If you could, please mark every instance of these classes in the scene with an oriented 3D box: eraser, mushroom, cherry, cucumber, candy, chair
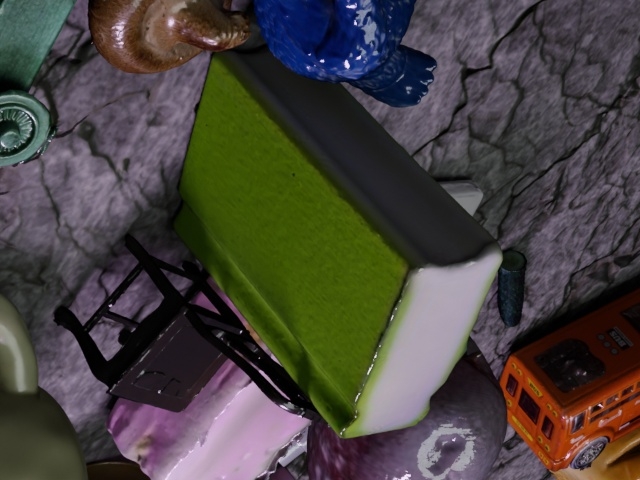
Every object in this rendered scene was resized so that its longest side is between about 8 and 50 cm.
[{"bbox_3d":[0.000,0.000,1.145,0.092,0.274,0.210,-17,142,-35],"label":"eraser"},{"bbox_3d":[-0.106,-0.166,1.011,0.109,0.085,0.126,-9,152,-8],"label":"mushroom"},{"bbox_3d":[0.086,0.174,1.455,0.266,0.184,0.213,-61,-172,16],"label":"cherry"},{"bbox_3d":[0.217,0.059,1.675,0.032,0.032,0.133,-31,148,-14],"label":"cucumber"},{"bbox_3d":[-0.064,0.114,1.370,0.155,0.116,0.265,11,123,-51],"label":"candy"},{"bbox_3d":[-0.101,0.107,1.219,0.113,0.229,0.106,-49,147,10],"label":"chair"}]

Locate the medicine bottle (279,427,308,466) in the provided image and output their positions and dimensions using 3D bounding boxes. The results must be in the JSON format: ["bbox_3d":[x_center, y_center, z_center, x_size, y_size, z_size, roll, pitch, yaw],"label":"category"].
[{"bbox_3d":[0.037,0.164,1.599,0.221,0.061,0.092,-37,167,-3],"label":"medicine bottle"}]

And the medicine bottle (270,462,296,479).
[{"bbox_3d":[-0.102,0.325,1.613,0.188,0.094,0.119,-32,146,-12],"label":"medicine bottle"}]

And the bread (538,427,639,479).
[{"bbox_3d":[0.459,0.297,2.021,0.211,0.270,0.315,-53,143,-7],"label":"bread"}]

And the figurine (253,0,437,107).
[{"bbox_3d":[-0.006,-0.185,1.045,0.121,0.164,0.262,-19,146,19],"label":"figurine"}]

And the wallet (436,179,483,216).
[{"bbox_3d":[0.094,0.018,1.494,0.095,0.033,0.190,-3,132,-42],"label":"wallet"}]

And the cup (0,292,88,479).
[{"bbox_3d":[-0.311,0.163,1.178,0.202,0.255,0.173,-9,179,-38],"label":"cup"}]

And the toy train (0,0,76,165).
[{"bbox_3d":[-0.218,-0.151,0.910,0.159,0.101,0.248,13,120,-37],"label":"toy train"}]

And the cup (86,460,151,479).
[{"bbox_3d":[-0.237,0.333,1.422,0.239,0.166,0.177,-10,134,-40],"label":"cup"}]

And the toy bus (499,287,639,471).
[{"bbox_3d":[0.389,0.151,1.865,0.329,0.143,0.153,-23,144,-22],"label":"toy bus"}]
